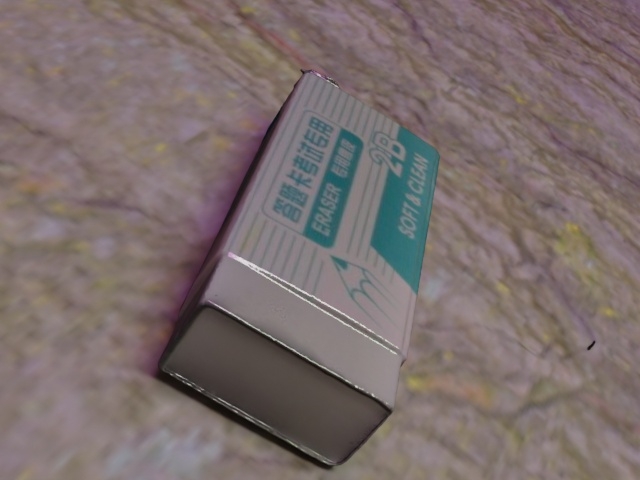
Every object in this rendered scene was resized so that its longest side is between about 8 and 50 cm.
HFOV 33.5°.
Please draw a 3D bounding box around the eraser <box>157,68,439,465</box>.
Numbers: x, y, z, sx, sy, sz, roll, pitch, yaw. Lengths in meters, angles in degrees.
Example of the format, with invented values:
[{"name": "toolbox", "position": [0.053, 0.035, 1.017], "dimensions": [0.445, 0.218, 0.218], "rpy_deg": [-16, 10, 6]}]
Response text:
[{"name": "eraser", "position": [0.000, 0.000, 0.526], "dimensions": [0.095, 0.052, 0.225], "rpy_deg": [32, 33, -9]}]
